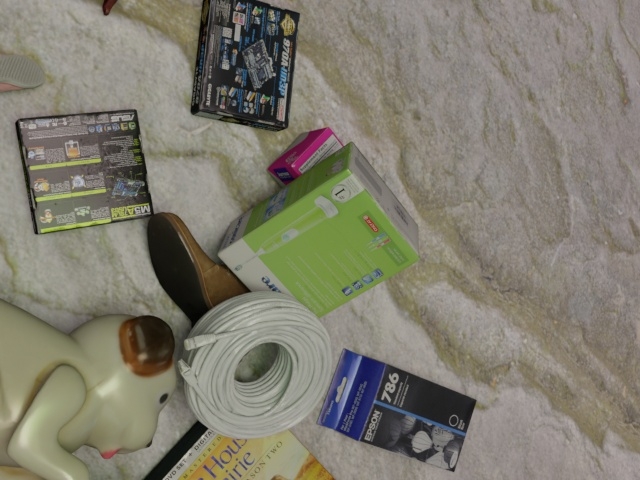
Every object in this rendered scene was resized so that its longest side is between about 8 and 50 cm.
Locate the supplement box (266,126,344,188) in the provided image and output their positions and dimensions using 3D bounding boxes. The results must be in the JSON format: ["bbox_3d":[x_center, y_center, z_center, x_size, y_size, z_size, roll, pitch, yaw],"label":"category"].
[{"bbox_3d":[0.022,-0.092,1.326,0.114,0.111,0.220,-47,111,-19],"label":"supplement box"}]

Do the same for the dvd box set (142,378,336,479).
[{"bbox_3d":[-0.117,0.508,1.292,0.307,0.062,0.420,-46,111,-21],"label":"dvd box set"}]

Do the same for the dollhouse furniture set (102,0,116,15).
[{"bbox_3d":[-0.330,-0.482,0.978,0.201,0.374,0.152,19,78,-26],"label":"dollhouse furniture set"}]

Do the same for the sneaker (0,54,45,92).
[{"bbox_3d":[-0.496,-0.249,1.079,0.134,0.070,0.051,-20,93,-56],"label":"sneaker"}]

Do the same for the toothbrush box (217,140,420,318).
[{"bbox_3d":[0.000,0.000,1.222,0.283,0.122,0.206,-33,112,21],"label":"toothbrush box"}]

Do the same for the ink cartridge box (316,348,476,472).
[{"bbox_3d":[0.164,0.352,1.443,0.332,0.065,0.166,24,80,-26],"label":"ink cartridge box"}]

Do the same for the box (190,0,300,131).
[{"bbox_3d":[-0.133,-0.321,1.269,0.175,0.051,0.221,6,88,-29],"label":"box"}]

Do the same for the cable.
[{"bbox_3d":[-0.106,0.211,1.179,0.257,0.089,0.257,-23,119,-20],"label":"cable"}]

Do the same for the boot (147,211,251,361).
[{"bbox_3d":[-0.197,0.071,1.228,0.115,0.112,0.305,-42,117,-38],"label":"boot"}]

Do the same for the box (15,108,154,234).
[{"bbox_3d":[-0.379,-0.113,1.145,0.190,0.045,0.184,-12,99,-29],"label":"box"}]

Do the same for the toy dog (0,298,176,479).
[{"bbox_3d":[-0.418,0.213,1.032,0.407,0.285,0.396,6,48,-28],"label":"toy dog"}]
